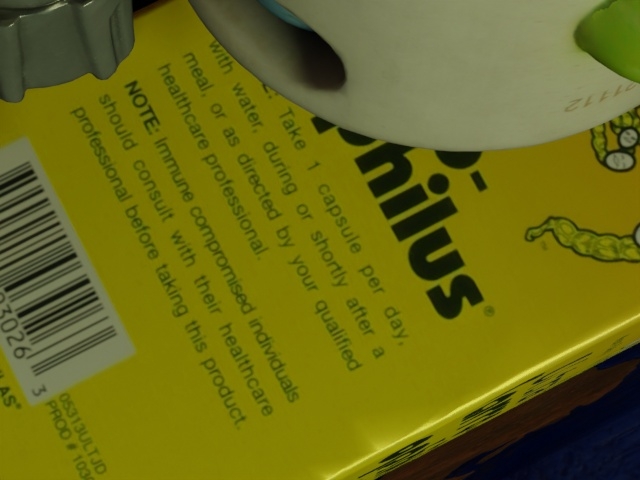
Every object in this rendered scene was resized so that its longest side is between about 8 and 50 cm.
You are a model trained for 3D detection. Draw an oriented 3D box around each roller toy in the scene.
[{"bbox_3d":[0.045,-0.132,0.530,0.191,0.209,0.146,8,157,-1],"label":"roller toy"}]

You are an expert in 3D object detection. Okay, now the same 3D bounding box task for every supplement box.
[{"bbox_3d":[0.000,0.000,0.767,0.356,0.195,0.194,-27,171,-5],"label":"supplement box"}]

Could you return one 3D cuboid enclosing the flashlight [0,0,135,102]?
[{"bbox_3d":[-0.088,-0.131,0.455,0.103,0.103,0.304,-8,157,-4],"label":"flashlight"}]
